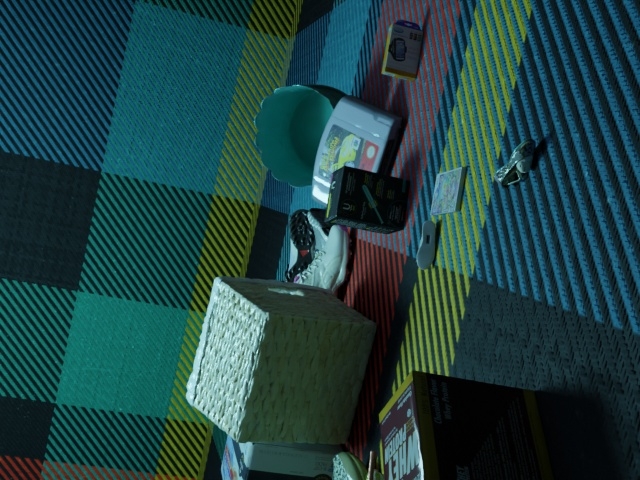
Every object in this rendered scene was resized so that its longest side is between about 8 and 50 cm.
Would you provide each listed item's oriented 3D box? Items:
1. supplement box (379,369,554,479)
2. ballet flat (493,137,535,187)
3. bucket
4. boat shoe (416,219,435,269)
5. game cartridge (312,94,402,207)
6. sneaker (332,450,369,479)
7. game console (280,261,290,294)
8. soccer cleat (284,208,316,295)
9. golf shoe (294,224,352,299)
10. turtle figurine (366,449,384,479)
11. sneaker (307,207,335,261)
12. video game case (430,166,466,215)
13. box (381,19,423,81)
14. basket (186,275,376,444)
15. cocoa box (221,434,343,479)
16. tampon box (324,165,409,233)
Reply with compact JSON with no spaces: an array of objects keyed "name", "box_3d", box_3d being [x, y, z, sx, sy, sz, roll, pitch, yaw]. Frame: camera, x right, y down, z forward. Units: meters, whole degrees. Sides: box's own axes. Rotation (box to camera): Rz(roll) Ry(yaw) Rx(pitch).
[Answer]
[{"name":"supplement box","box_3d":[0.200,0.307,1.174,0.129,0.194,0.191,116,159,-45]},{"name":"ballet flat","box_3d":[0.323,-0.121,1.367,0.114,0.041,0.041,123,154,-56]},{"name":"bucket","box_3d":[-0.022,-0.291,2.287,0.183,0.281,0.281,-25,-45,-61]},{"name":"boat shoe","box_3d":[0.214,0.011,1.688,0.035,0.035,0.100,34,-119,-76]},{"name":"game cartridge","box_3d":[0.080,-0.202,2.100,0.196,0.060,0.294,32,115,36]},{"name":"sneaker","box_3d":[0.018,0.608,1.668,0.158,0.182,0.410,117,159,-48]},{"name":"game console","box_3d":[-0.144,0.126,2.708,0.173,0.250,0.293,66,152,20]},{"name":"soccer cleat","box_3d":[-0.046,0.068,2.542,0.116,0.109,0.318,37,-128,-74]},{"name":"golf shoe","box_3d":[-0.003,0.099,2.233,0.115,0.140,0.306,-175,98,-77]},{"name":"turtle figurine","box_3d":[0.129,0.487,1.497,0.217,0.087,0.269,151,101,-80]},{"name":"sneaker","box_3d":[0.000,0.000,2.408,0.228,0.086,0.132,-112,33,-63]},{"name":"video game case","box_3d":[0.251,-0.095,1.658,0.122,0.011,0.087,170,110,-75]},{"name":"box","box_3d":[0.197,-0.455,2.003,0.028,0.081,0.136,160,121,-74]},{"name":"basket","box_3d":[-0.091,0.285,1.956,0.266,0.329,0.331,29,106,56]},{"name":"cocoa box","box_3d":[-0.103,0.550,2.075,0.347,0.232,0.227,-139,60,-74]},{"name":"tampon box","box_3d":[0.104,-0.090,1.915,0.101,0.161,0.120,158,123,-73]}]
